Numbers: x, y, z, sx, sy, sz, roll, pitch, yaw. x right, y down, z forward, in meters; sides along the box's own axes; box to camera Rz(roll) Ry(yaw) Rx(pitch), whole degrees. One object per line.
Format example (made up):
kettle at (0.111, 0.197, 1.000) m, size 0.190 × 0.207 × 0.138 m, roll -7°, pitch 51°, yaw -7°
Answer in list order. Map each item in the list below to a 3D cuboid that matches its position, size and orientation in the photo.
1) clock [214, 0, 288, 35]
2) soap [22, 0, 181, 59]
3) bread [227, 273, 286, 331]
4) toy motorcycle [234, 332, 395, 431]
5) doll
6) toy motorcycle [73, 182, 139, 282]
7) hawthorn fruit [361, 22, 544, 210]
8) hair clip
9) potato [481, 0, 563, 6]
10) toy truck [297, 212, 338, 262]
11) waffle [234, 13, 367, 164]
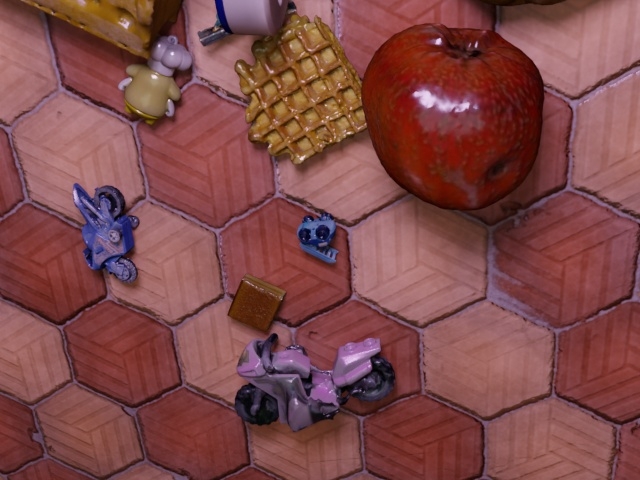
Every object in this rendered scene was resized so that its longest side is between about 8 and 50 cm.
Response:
clock at (-0.093, -0.413, 1.069) m, size 0.083 × 0.230 × 0.231 m, roll 8°, pitch 117°, yaw 4°
soap at (-0.356, -0.464, 1.093) m, size 0.335 × 0.156 × 0.293 m, roll 24°, pitch 147°, yaw -2°
bread at (-0.126, 0.123, 1.450) m, size 0.090 × 0.035 × 0.094 m, roll 25°, pitch 118°, yaw -1°
toy motorcycle at (-0.026, 0.258, 1.441) m, size 0.326 × 0.143 × 0.188 m, roll -15°, pitch 112°, yaw 10°
doll at (-0.280, -0.278, 1.268) m, size 0.106 × 0.062 × 0.162 m, roll 28°, pitch 118°, yaw -9°
toy motorcycle at (-0.412, -0.012, 1.423) m, size 0.114 × 0.076 × 0.205 m, roll 3°, pitch 116°, yaw 17°
hawthorn fruit at (0.204, -0.175, 1.118) m, size 0.275 × 0.275 × 0.300 m, roll -11°, pitch 123°, yaw 16°
hair clip at (-0.123, -0.363, 1.206) m, size 0.172 × 0.049 × 0.049 m, roll -16°, pitch 112°, yaw 12°
potato at (0.341, -0.440, 1.018) m, size 0.369 × 0.176 × 0.196 m, roll -13°, pitch 86°, yaw 13°
toy truck at (0.000, 0.000, 1.359) m, size 0.073 × 0.056 × 0.090 m, roll -7°, pitch 128°, yaw 19°
waffle at (-0.046, -0.244, 1.241) m, size 0.219 × 0.057 × 0.229 m, roll -27°, pitch 107°, yaw 22°
